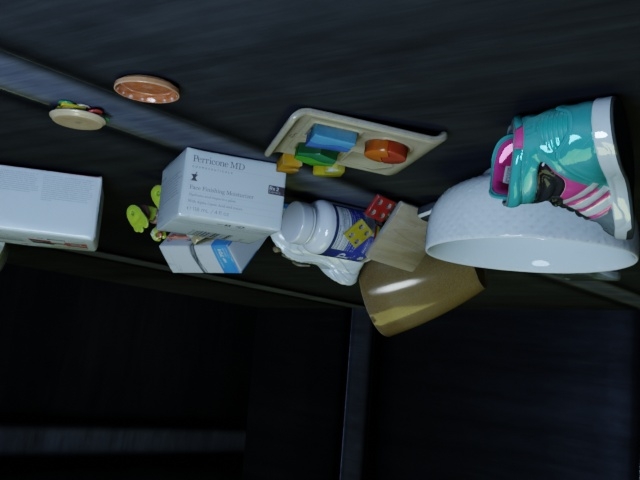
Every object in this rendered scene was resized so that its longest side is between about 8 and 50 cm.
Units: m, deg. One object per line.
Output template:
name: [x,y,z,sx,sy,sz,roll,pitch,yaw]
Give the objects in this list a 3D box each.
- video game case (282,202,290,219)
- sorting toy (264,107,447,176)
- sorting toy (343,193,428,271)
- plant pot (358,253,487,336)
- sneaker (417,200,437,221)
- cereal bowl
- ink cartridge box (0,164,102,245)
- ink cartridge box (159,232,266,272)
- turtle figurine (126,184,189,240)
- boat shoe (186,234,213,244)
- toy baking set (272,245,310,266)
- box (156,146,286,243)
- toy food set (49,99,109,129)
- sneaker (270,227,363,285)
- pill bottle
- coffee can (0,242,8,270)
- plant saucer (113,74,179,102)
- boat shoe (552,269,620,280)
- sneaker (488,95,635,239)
video game case: [-0.037,-0.057,1.847,0.166,0.015,0.119,6,171,-9]
sorting toy: [0.034,-0.127,1.316,0.229,0.041,0.307,7,170,-13]
sorting toy: [0.156,-0.017,1.704,0.275,0.132,0.046,17,-156,-39]
plant pot: [0.250,0.082,2.016,0.255,0.237,0.237,-16,163,22]
sneaker: [0.298,-0.020,1.654,0.235,0.097,0.084,7,170,-16]
cereal bowl: [0.339,-0.039,1.396,0.339,0.141,0.339,4,170,1]
ink cartridge box: [-0.600,-0.064,1.730,0.310,0.130,0.272,7,172,-13]
ink cartridge box: [-0.227,-0.001,1.857,0.191,0.139,0.082,0,129,32]
turtle figurine: [-0.256,-0.066,1.679,0.270,0.087,0.217,-18,170,27]
boat shoe: [-0.163,-0.029,1.632,0.190,0.072,0.068,-16,153,-22]
toy baking set: [-0.011,0.028,2.097,0.197,0.030,0.256,12,-169,38]
box: [-0.175,-0.073,1.503,0.181,0.119,0.182,8,169,-21]
toy food set: [-0.350,-0.180,1.250,0.083,0.020,0.083,11,168,-30]
sneaker: [0.000,0.000,1.903,0.232,0.115,0.090,26,-156,-12]
pill bottle: [0.022,-0.022,1.732,0.187,0.111,0.112,11,168,-32]
coffee can: [-0.834,0.000,2.007,0.202,0.201,0.275,8,169,-18]
plant saucer: [-0.223,-0.196,1.112,0.084,0.013,0.083,5,171,1]
boat shoe: [0.575,0.035,1.884,0.118,0.103,0.320,-1,172,38]
sneaker: [0.317,-0.080,1.142,0.179,0.123,0.295,-2,153,25]
